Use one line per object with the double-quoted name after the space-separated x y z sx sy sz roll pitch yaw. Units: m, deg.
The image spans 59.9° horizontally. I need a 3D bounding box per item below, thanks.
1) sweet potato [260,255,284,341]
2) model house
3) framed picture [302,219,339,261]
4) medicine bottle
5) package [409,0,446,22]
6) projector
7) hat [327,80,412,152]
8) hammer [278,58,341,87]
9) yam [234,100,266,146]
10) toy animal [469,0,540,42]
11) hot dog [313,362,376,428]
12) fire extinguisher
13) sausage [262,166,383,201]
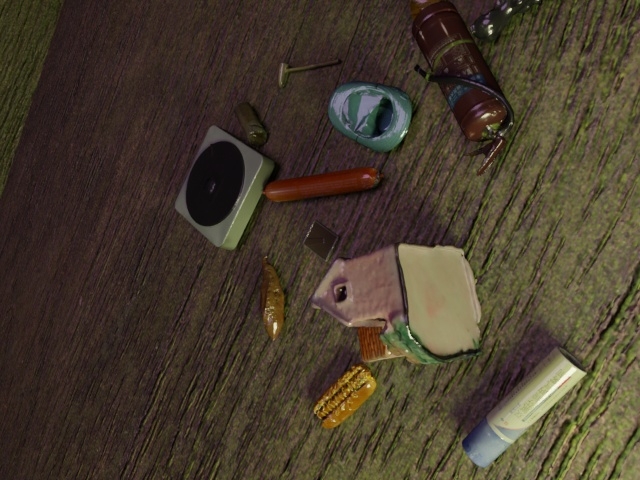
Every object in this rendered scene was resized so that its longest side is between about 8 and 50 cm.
-0.114 0.131 1.295 0.059 0.068 0.206 -15 63 11 "sweet potato"
0.122 0.127 0.992 0.237 0.236 0.203 -18 76 41 "model house"
0.000 0.000 1.264 0.089 0.006 0.066 36 104 39 "framed picture"
0.324 0.271 0.898 0.231 0.059 0.059 -53 53 18 "medicine bottle"
0.227 -0.518 1.161 0.071 0.047 0.131 5 82 38 "package"
-0.253 -0.141 1.459 0.257 0.079 0.259 36 104 39 "projector"
0.114 -0.269 1.187 0.190 0.078 0.138 27 107 22 "hat"
-0.031 -0.419 1.373 0.195 0.028 0.060 4 88 39 "hammer"
-0.185 -0.308 1.456 0.054 0.054 0.132 -44 54 24 "yam"
0.409 -0.494 0.970 0.343 0.106 0.169 -21 74 42 "toy animal"
0.051 0.314 1.127 0.165 0.045 0.071 -49 52 22 "hot dog"
0.264 -0.287 1.047 0.141 0.105 0.342 -45 53 45 "fire extinguisher"
-0.005 -0.125 1.265 0.347 0.053 0.053 -3 78 39 "sausage"
